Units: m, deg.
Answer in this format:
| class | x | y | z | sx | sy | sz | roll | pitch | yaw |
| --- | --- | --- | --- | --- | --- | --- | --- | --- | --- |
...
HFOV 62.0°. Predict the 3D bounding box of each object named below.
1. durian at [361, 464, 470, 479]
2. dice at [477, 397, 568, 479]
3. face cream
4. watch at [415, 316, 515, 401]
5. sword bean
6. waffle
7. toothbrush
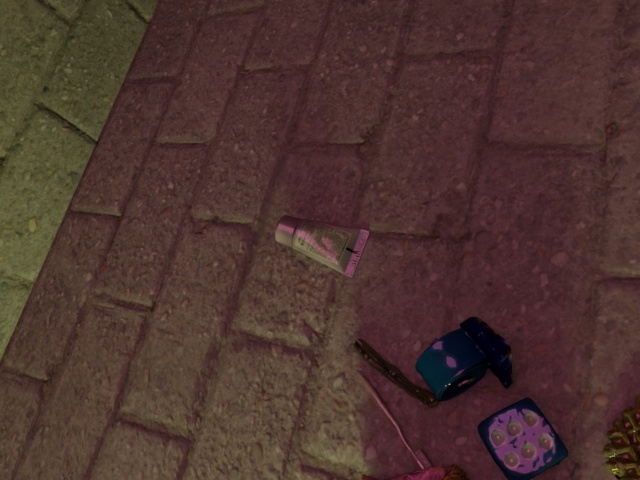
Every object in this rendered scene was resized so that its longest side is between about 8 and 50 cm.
| class | x | y | z | sx | sy | sz | roll | pitch | yaw |
| --- | --- | --- | --- | --- | --- | --- | --- | --- | --- |
| durian | 0.224 | 0.611 | 1.210 | 0.260 | 0.154 | 0.186 | -36 | 88 | 25 |
| dice | 0.439 | 0.438 | 1.163 | 0.143 | 0.146 | 0.146 | -34 | 61 | 6 |
| face cream | 0.000 | 0.000 | 1.624 | 0.273 | 0.096 | 0.154 | 19 | 74 | 19 |
| watch | 0.334 | 0.287 | 1.258 | 0.200 | 0.196 | 0.171 | -34 | 47 | 1 |
| sword bean | 0.192 | 0.347 | 1.392 | 0.269 | 0.038 | 0.043 | 33 | 109 | 34 |
| waffle | 0.699 | 0.441 | 1.083 | 0.214 | 0.054 | 0.208 | 29 | 86 | 39 |
| toothbrush | 0.182 | 0.450 | 1.356 | 0.029 | 0.025 | 0.307 | -37 | 57 | -3 |
